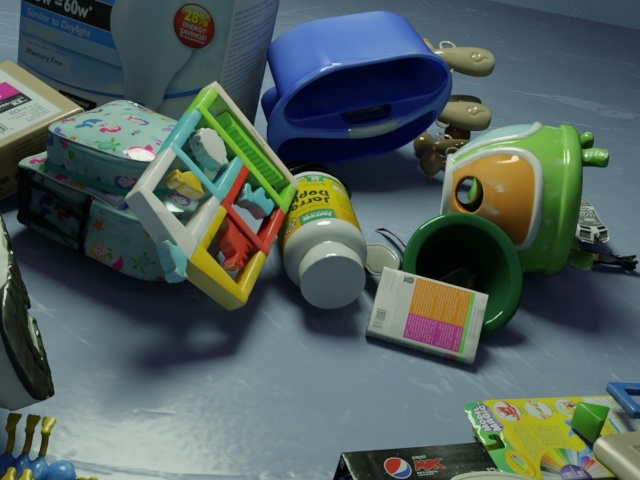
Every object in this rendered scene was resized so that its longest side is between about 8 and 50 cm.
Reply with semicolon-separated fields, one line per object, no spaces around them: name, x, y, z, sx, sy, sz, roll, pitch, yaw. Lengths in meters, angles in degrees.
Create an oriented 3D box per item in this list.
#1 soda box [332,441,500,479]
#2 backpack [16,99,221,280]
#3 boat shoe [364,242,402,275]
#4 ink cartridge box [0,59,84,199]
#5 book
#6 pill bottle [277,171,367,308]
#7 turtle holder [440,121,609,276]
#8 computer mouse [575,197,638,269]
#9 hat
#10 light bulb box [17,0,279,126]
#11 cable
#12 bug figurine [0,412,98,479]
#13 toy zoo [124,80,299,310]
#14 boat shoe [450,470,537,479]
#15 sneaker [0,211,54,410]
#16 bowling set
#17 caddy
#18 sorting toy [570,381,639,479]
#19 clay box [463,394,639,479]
soda box;0.100;0.250;0.894;0.169;0.053;0.060;2;32;-22
backpack;-0.242;-0.065;1.155;0.254;0.191;0.225;29;32;14
boat shoe;0.078;0.029;1.239;0.038;0.046;0.125;25;-10;-36
ink cartridge box;-0.476;-0.144;1.214;0.193;0.088;0.235;33;51;28
book;0.141;0.100;1.152;0.144;0.035;0.096;17;64;2
pill bottle;0.000;0.000;1.209;0.118;0.117;0.208;7;31;-14
turtle holder;0.307;-0.083;1.369;0.228;0.243;0.320;5;33;7
computer mouse;0.468;-0.013;1.523;0.106;0.042;0.193;2;38;-13
hat;0.188;0.057;1.289;0.173;0.183;0.208;-2;76;-6
light bulb box;-0.278;-0.344;1.422;0.358;0.360;0.225;20;30;9
cable;-0.031;-0.080;1.402;0.185;0.047;0.150;3;32;-21
bug figurine;-0.311;0.251;0.689;0.216;0.072;0.279;11;32;-3
toy zoo;-0.131;-0.048;1.082;0.192;0.030;0.293;50;37;-25
boat shoe;0.240;0.295;0.858;0.255;0.079;0.095;13;27;-8
sneaker;-0.398;0.055;0.883;0.182;0.158;0.410;-18;23;-18
bowling set;0.234;-0.221;1.684;0.154;0.200;0.286;7;73;-4
caddy;0.058;-0.244;1.489;0.342;0.241;0.179;-14;57;-19
sorting toy;0.408;0.263;0.902;0.196;0.047;0.348;-2;25;-30
clay box;0.275;0.240;0.991;0.222;0.053;0.127;2;33;-21
